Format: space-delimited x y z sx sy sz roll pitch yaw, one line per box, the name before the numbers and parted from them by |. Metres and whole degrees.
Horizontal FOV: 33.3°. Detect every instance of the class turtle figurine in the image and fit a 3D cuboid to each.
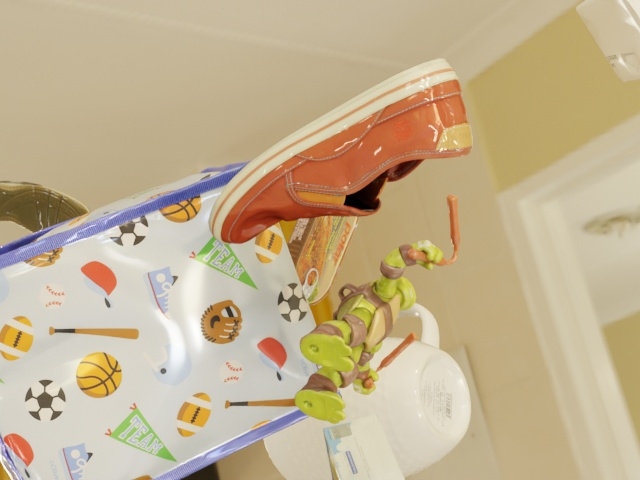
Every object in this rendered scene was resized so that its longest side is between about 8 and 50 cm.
turtle figurine | 0.052 0.079 1.129 0.217 0.087 0.269 -41 -21 -51

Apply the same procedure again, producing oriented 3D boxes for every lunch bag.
lunch bag | -0.224 0.116 1.278 0.385 0.327 0.239 -25 8 -22

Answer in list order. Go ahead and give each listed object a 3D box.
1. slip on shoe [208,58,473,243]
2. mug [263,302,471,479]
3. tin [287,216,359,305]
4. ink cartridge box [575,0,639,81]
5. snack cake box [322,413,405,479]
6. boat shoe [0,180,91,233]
slip on shoe | 0.012 -0.062 1.070 0.331 0.101 0.123 -28 -5 35
mug | 0.109 0.276 2.018 0.328 0.374 0.276 -17 -47 38
tin | 0.000 0.000 1.534 0.040 0.189 0.106 14 -15 38
ink cartridge box | 0.451 -0.308 1.221 0.273 0.114 0.198 -35 5 3
snack cake box | 0.078 0.412 1.600 0.089 0.152 0.264 -14 -59 -8
boat shoe | -0.453 -0.057 1.674 0.224 0.080 0.073 10 15 10
